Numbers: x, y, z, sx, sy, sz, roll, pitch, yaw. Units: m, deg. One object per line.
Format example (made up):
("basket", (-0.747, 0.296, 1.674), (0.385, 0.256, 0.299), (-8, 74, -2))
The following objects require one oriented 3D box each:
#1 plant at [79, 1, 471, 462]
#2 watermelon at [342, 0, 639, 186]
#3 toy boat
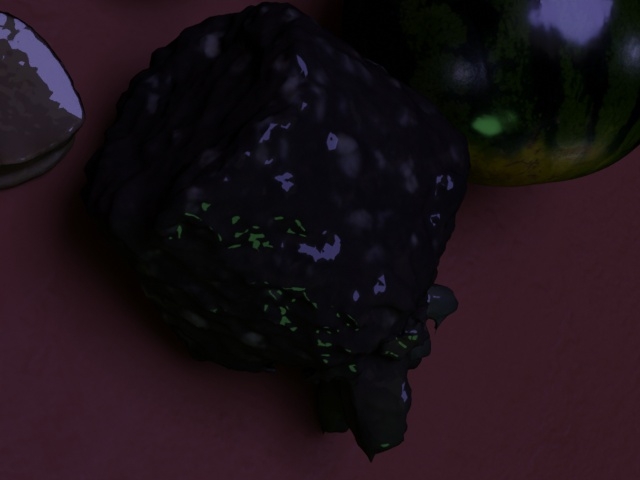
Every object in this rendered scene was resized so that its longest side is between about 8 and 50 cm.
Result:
("plant", (0.000, 0.000, 1.172), (0.312, 0.213, 0.215), (46, 54, -29))
("watermelon", (0.148, -0.161, 1.286), (0.269, 0.269, 0.269), (10, 72, -33))
("toy boat", (-0.240, -0.100, 1.119), (0.188, 0.061, 0.116), (19, 67, -31))
